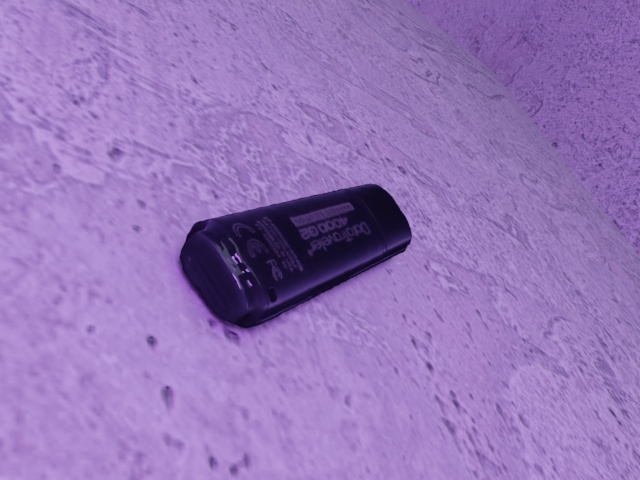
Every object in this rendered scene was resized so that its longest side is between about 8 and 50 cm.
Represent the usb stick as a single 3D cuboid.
[{"bbox_3d":[0.000,0.000,0.489,0.077,0.045,0.278,57,28,8],"label":"usb stick"}]
